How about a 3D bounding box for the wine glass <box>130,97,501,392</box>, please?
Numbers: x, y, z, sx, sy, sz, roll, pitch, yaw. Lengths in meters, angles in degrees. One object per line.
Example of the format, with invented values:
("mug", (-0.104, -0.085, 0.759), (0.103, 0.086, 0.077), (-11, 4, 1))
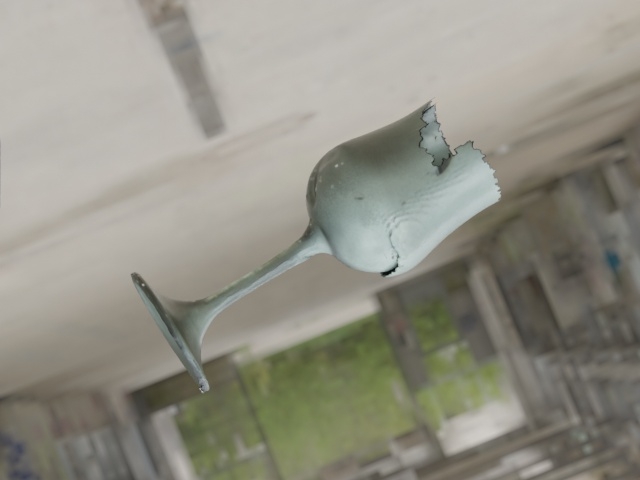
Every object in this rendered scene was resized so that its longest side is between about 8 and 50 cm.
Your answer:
("wine glass", (0.000, 0.000, 1.079), (0.195, 0.079, 0.079), (-32, 178, -8))
